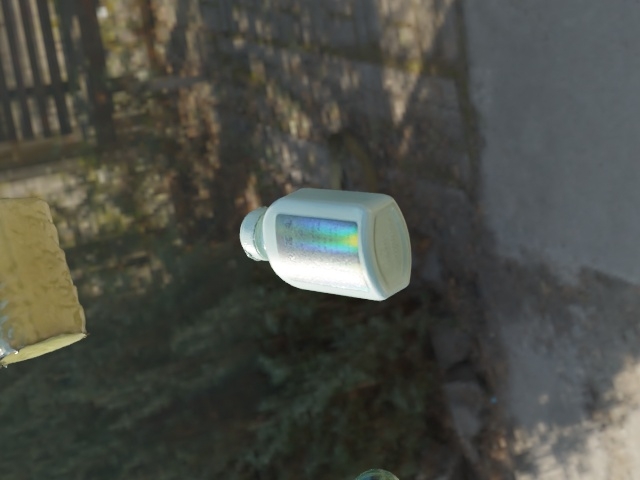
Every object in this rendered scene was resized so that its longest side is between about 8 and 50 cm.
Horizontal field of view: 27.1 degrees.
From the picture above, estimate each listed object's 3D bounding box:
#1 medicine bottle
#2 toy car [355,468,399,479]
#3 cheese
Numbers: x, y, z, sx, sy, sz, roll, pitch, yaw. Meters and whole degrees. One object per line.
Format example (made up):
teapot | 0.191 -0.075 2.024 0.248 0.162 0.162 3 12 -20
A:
medicine bottle | 0.000 0.000 1.609 0.229 0.083 0.121 6 116 43
toy car | 0.125 0.287 1.156 0.136 0.306 0.125 -32 -48 -82
cheese | -0.326 0.043 1.415 0.094 0.123 0.167 -33 75 51
